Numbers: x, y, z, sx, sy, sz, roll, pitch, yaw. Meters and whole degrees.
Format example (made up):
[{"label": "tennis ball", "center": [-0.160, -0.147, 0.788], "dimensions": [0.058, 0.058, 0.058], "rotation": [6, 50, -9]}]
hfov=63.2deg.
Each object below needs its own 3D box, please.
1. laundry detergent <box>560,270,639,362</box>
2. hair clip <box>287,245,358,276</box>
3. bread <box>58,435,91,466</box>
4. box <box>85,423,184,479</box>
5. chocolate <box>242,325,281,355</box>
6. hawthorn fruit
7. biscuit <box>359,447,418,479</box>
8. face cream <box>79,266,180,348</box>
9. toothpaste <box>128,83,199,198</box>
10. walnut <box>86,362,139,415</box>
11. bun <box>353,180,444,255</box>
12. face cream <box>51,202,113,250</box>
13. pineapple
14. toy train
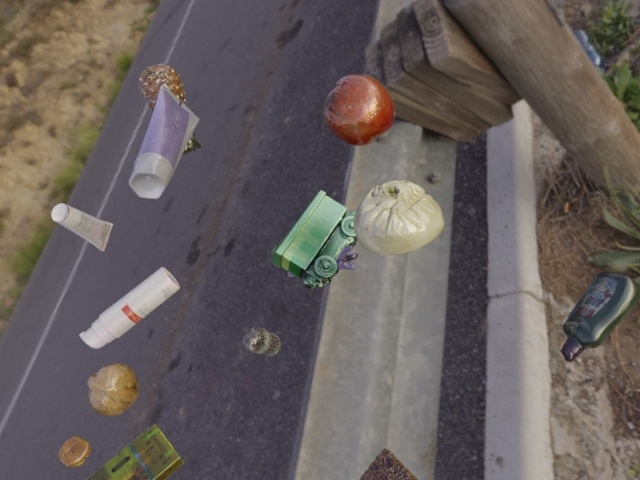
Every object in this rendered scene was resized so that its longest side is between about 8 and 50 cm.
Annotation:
[{"label": "laundry detergent", "center": [0.601, 0.174, 1.154], "dimensions": [0.221, 0.078, 0.144], "rotation": [-52, 5, -1]}, {"label": "hair clip", "center": [0.014, 0.090, 1.852], "dimensions": [0.278, 0.090, 0.137], "rotation": [-22, 32, 26]}, {"label": "bread", "center": [-0.667, 0.575, 1.413], "dimensions": [0.081, 0.046, 0.083], "rotation": [-27, 44, -14]}, {"label": "box", "center": [-0.402, 0.497, 1.104], "dimensions": [0.193, 0.030, 0.121], "rotation": [-37, 43, -25]}, {"label": "chocolate", "center": [-0.231, 0.401, 2.062], "dimensions": [0.110, 0.248, 0.110], "rotation": [-4, 71, 12]}, {"label": "hawthorn fruit", "center": [0.096, -0.309, 1.241], "dimensions": [0.173, 0.173, 0.172], "rotation": [-33, 41, 35]}, {"label": "biscuit", "center": [0.205, 0.678, 1.409], "dimensions": [0.131, 0.025, 0.231], "rotation": [-51, 34, -7]}, {"label": "face cream", "center": [-0.636, 0.233, 1.739], "dimensions": [0.345, 0.102, 0.102], "rotation": [-40, 33, -6]}, {"label": "toothpaste", "center": [-0.353, -0.237, 1.201], "dimensions": [0.080, 0.125, 0.371], "rotation": [-31, 36, 26]}, {"label": "walnut", "center": [-0.623, 0.446, 1.560], "dimensions": [0.184, 0.155, 0.155], "rotation": [131, 158, -70]}, {"label": "bun", "center": [0.189, -0.067, 1.288], "dimensions": [0.230, 0.145, 0.229], "rotation": [-14, 25, 7]}, {"label": "face cream", "center": [-0.692, -0.042, 1.529], "dimensions": [0.058, 0.243, 0.092], "rotation": [13, 76, 14]}, {"label": "pineapple", "center": [-0.507, -0.433, 1.750], "dimensions": [0.141, 0.170, 0.310], "rotation": [-23, 86, 11]}, {"label": "toy train", "center": [0.000, 0.000, 1.596], "dimensions": [0.300, 0.202, 0.120], "rotation": [-55, -6, -23]}]
